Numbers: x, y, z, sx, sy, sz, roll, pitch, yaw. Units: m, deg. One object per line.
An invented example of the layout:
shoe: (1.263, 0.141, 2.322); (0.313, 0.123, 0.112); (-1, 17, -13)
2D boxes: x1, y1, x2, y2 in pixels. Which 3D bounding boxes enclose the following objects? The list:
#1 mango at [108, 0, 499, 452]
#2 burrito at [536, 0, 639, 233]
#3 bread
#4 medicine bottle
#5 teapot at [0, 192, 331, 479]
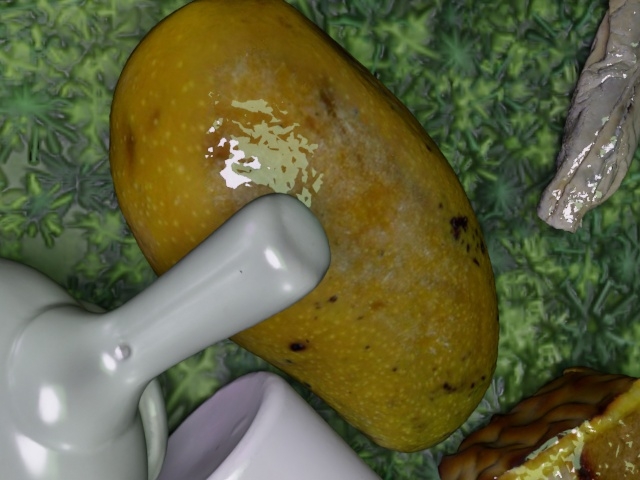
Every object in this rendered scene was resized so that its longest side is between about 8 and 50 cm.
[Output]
mango: (0.004, -0.005, 0.680); (0.329, 0.175, 0.176); (44, 124, -10)
burrito: (0.215, -0.109, 0.784); (0.058, 0.063, 0.229); (13, 77, 27)
bread: (0.196, 0.211, 0.753); (0.181, 0.096, 0.222); (-25, 98, -16)
medicine bottle: (0.000, 0.208, 0.691); (0.139, 0.139, 0.237); (-46, 107, -9)
teapot: (-0.134, 0.097, 0.595); (0.149, 0.318, 0.220); (-21, 105, -49)
